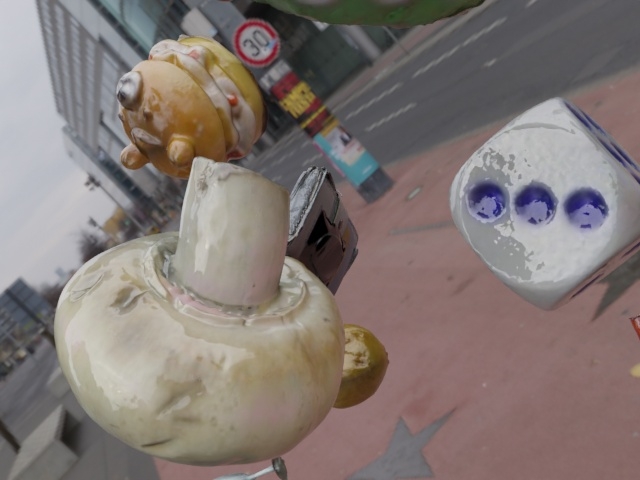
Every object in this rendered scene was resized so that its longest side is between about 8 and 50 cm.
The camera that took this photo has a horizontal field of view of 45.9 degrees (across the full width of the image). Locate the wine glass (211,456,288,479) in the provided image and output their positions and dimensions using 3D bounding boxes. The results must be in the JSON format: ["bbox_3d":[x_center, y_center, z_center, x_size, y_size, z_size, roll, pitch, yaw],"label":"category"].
[{"bbox_3d":[-0.165,0.498,1.544,0.198,0.066,0.066,-28,13,15],"label":"wine glass"}]

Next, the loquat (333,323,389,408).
[{"bbox_3d":[0.047,0.295,1.784,0.234,0.176,0.187,-18,47,-13],"label":"loquat"}]

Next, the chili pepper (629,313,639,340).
[{"bbox_3d":[0.685,0.224,1.523,0.064,0.169,0.088,-25,-10,38],"label":"chili pepper"}]

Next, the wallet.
[{"bbox_3d":[0.000,0.000,1.231,0.170,0.069,0.231,-61,-26,-22],"label":"wallet"}]

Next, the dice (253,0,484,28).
[{"bbox_3d":[0.054,-0.440,0.828,0.330,0.322,0.318,-104,14,-45],"label":"dice"}]

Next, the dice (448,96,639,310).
[{"bbox_3d":[0.384,-0.057,1.221,0.251,0.259,0.243,-46,-19,28],"label":"dice"}]

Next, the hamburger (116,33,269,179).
[{"bbox_3d":[-0.269,-0.239,1.449,0.237,0.276,0.276,-45,9,-36],"label":"hamburger"}]

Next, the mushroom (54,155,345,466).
[{"bbox_3d":[-0.130,0.096,0.947,0.353,0.353,0.325,-43,-28,4],"label":"mushroom"}]
